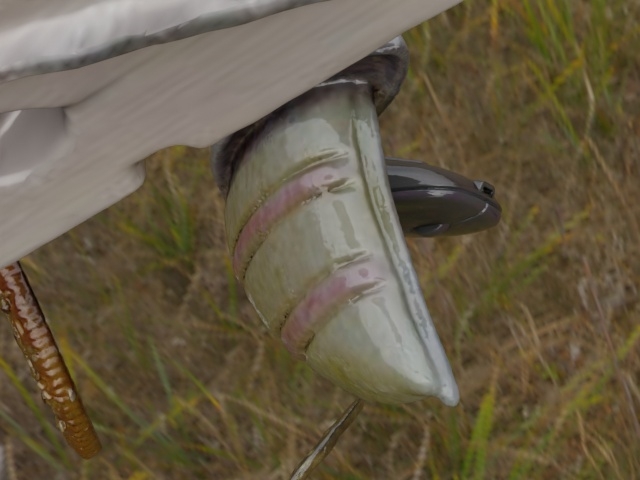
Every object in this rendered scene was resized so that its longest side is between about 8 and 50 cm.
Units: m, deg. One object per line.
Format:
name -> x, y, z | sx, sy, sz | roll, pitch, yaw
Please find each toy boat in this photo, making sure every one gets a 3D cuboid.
toy boat -> -0.011, -0.024, 1.233 | 0.276, 0.111, 0.293 | -8, 82, 60

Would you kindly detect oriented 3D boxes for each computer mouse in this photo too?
computer mouse -> 0.036, -0.036, 1.376 | 0.232, 0.120, 0.057 | 10, 82, 35

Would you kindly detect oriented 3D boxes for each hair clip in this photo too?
hair clip -> -0.026, -0.082, 0.389 | 0.331, 0.101, 0.085 | -29, 61, 31

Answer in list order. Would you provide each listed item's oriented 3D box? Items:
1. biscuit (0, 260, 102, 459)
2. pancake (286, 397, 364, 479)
biscuit -> -0.202, 0.048, 1.133 | 0.025, 0.126, 0.206 | -24, 75, -10
pancake -> -0.011, 0.250, 1.898 | 0.020, 0.184, 0.190 | 41, 74, 3
